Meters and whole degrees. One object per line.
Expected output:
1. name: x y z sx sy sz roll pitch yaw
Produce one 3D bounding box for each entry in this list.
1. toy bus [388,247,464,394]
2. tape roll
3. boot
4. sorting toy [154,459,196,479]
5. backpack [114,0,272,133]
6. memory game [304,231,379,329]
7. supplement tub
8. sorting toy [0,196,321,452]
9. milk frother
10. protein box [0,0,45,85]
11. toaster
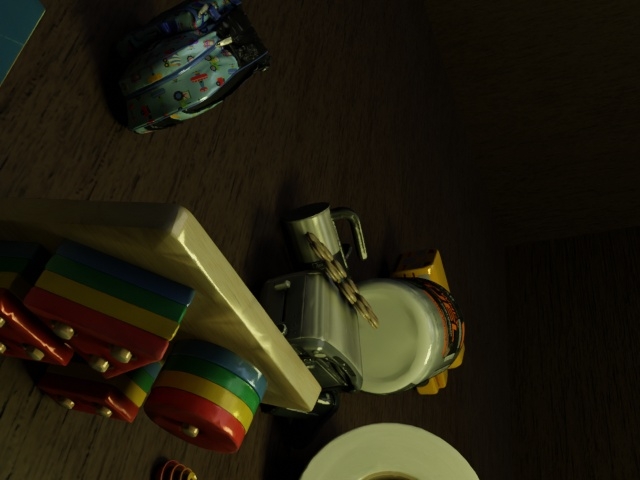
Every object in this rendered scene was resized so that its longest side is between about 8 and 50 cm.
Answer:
1. toy bus: 0.246 0.191 1.856 0.108 0.130 0.332 -59 135 -60
2. tape roll: 0.091 0.405 1.124 0.100 0.286 0.286 102 -11 -66
3. boot: -0.039 0.253 1.174 0.099 0.121 0.045 22 28 -35
4. sorting toy: -0.150 0.294 0.894 0.061 0.042 0.102 -61 137 -59
5. backpack: -0.167 -0.204 0.941 0.116 0.158 0.173 62 38 -22
6. memory game: 0.035 0.060 1.226 0.186 0.012 0.186 53 3 -4
7. supplement tub: 0.155 0.172 1.520 0.338 0.207 0.207 5 76 -69
8. sorting toy: -0.168 0.082 0.670 0.257 0.256 0.089 59 45 -43
9. milk frother: 0.000 0.000 1.379 0.143 0.129 0.134 20 -51 63
10. protein box: -0.321 -0.157 0.520 0.199 0.136 0.201 60 28 -43
11. toaster: -0.011 0.144 1.209 0.227 0.129 0.146 50 34 -49
